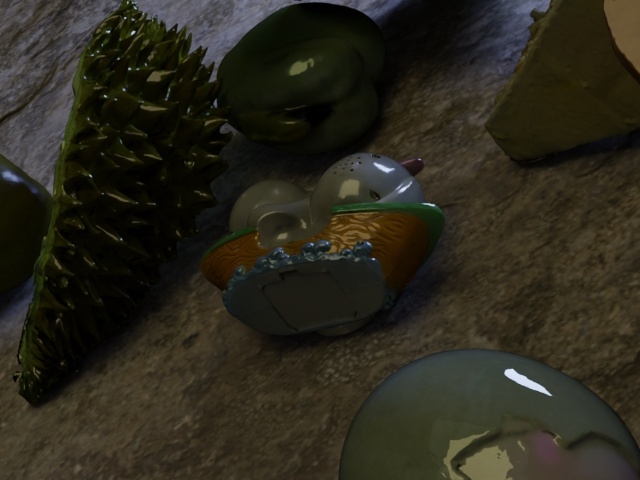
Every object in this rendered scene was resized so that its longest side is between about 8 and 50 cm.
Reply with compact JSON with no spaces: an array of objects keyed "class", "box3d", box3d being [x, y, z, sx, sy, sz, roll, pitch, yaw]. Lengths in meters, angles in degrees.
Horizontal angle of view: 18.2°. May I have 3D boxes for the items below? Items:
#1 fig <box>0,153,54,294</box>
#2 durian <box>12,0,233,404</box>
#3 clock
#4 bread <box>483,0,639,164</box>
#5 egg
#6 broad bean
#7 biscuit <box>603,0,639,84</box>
[{"class":"fig","box3d":[-0.346,-0.002,1.898,0.186,0.142,0.148,-36,2,-26]},{"class":"durian","box3d":[-0.208,-0.046,1.776,0.198,0.163,0.394,5,76,43]},{"class":"clock","box3d":[0.000,0.000,1.605,0.231,0.103,0.144,-13,37,29]},{"class":"bread","box3d":[0.270,-0.181,1.617,0.236,0.198,0.263,-52,8,51]},{"class":"egg","box3d":[0.112,0.167,1.203,0.183,0.183,0.217,-36,39,0]},{"class":"broad bean","box3d":[-0.020,-0.149,1.837,0.169,0.100,0.228,-18,24,16]},{"class":"biscuit","box3d":[0.402,-0.140,1.335,0.365,0.062,0.385,-39,56,2]}]
